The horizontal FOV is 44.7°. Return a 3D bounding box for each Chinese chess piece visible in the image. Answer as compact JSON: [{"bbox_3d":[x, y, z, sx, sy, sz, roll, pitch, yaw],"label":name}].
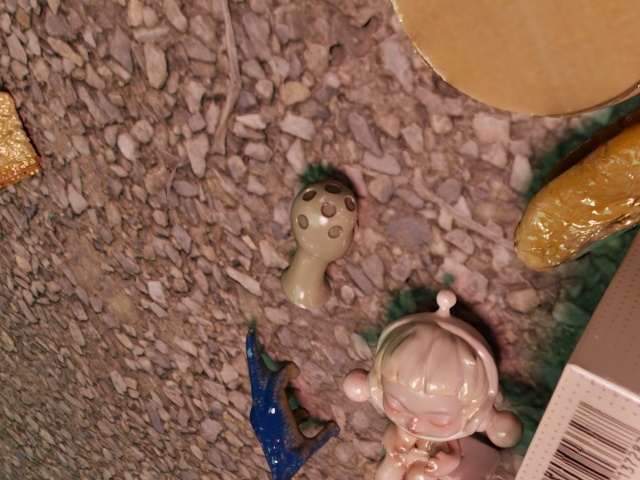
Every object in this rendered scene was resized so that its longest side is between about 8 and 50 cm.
[{"bbox_3d":[0.162,-0.211,0.553,0.250,0.103,0.249,21,132,26],"label":"Chinese chess piece"}]

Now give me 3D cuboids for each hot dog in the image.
[{"bbox_3d":[0.243,-0.054,0.615,0.073,0.084,0.242,49,138,-3],"label":"hot dog"}]

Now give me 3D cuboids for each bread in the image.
[{"bbox_3d":[-0.492,-0.127,1.099,0.127,0.152,0.147,-5,117,28],"label":"bread"}]

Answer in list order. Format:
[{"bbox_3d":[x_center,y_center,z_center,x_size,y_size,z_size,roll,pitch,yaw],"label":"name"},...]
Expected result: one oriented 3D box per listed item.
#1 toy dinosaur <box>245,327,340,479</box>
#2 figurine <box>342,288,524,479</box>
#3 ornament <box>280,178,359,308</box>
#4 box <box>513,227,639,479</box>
[{"bbox_3d":[-0.071,0.251,1.007,0.075,0.188,0.247,-19,106,37],"label":"toy dinosaur"},{"bbox_3d":[0.129,0.175,0.842,0.182,0.145,0.256,40,143,39],"label":"figurine"},{"bbox_3d":[0.000,0.000,0.856,0.081,0.074,0.156,0,135,-16],"label":"ornament"},{"bbox_3d":[0.241,0.177,0.688,0.095,0.210,0.330,25,132,22],"label":"box"}]
